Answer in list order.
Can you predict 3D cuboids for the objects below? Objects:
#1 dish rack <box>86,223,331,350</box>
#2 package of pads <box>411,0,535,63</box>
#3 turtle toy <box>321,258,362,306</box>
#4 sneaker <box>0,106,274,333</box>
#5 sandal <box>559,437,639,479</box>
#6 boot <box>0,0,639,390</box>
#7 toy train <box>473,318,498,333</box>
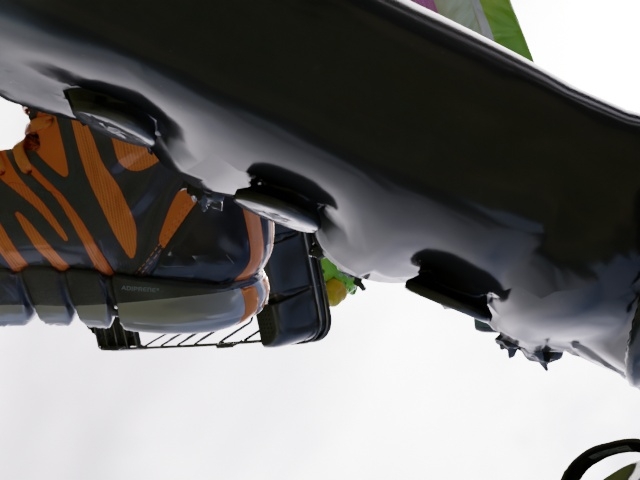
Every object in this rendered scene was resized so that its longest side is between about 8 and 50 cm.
[{"bbox_3d":[-0.130,0.007,1.322,0.271,0.074,0.208,-6,-83,38],"label":"dish rack"},{"bbox_3d":[0.093,-0.281,1.545,0.229,0.101,0.297,-21,-91,65],"label":"package of pads"},{"bbox_3d":[0.000,0.000,1.378,0.066,0.130,0.095,-8,-153,47],"label":"turtle toy"},{"bbox_3d":[-0.188,-0.044,0.857,0.124,0.321,0.180,-90,179,-74],"label":"sneaker"},{"bbox_3d":[0.273,0.227,1.320,0.120,0.086,0.303,-55,171,-19],"label":"sandal"},{"bbox_3d":[0.056,-0.053,0.546,0.146,0.445,0.367,-58,175,-15],"label":"boot"},{"bbox_3d":[0.307,0.014,1.565,0.333,0.190,0.142,1,-143,10],"label":"toy train"}]
